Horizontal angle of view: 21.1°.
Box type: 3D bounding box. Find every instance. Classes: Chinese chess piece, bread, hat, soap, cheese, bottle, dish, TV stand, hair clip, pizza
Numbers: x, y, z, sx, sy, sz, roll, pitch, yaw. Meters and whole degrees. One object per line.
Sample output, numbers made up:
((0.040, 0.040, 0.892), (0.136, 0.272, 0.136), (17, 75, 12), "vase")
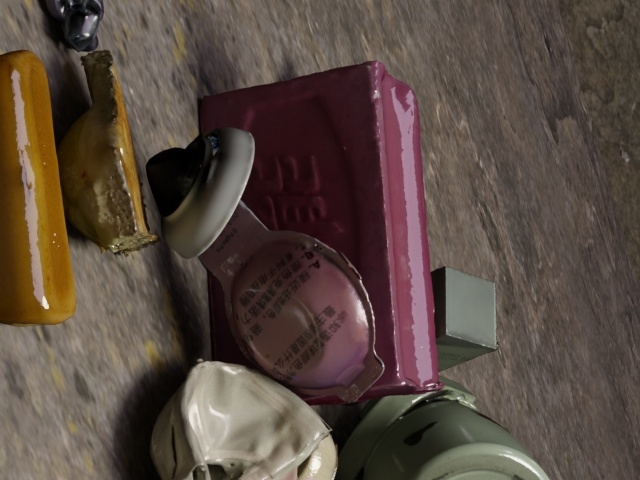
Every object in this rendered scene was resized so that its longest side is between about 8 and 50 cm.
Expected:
((-0.041, 0.239, 1.848), (0.051, 0.122, 0.122), (39, 46, -43), "Chinese chess piece")
((-0.265, -0.043, 1.487), (0.092, 0.074, 0.239), (5, 77, -72), "bread")
((-0.110, 0.256, 1.740), (0.219, 0.164, 0.226), (1, 121, -54), "hat")
((0.000, 0.000, 1.893), (0.128, 0.233, 0.359), (18, 66, -63), "soap")
((-0.049, 0.048, 1.762), (0.286, 0.189, 0.074), (45, 35, 10), "cheese")
((0.137, 0.279, 2.088), (0.351, 0.229, 0.229), (-124, -163, -71), "bottle")
((-0.133, -0.061, 1.675), (0.078, 0.141, 0.141), (28, 50, -22), "dish")
((0.087, 0.116, 1.999), (0.083, 0.269, 0.088), (19, 62, -32), "TV stand")
((-0.236, -0.278, 1.674), (0.124, 0.052, 0.195), (50, 33, -60), "hair clip")
((-0.214, -0.079, 1.625), (0.188, 0.081, 0.204), (-95, 173, -87), "pizza")
